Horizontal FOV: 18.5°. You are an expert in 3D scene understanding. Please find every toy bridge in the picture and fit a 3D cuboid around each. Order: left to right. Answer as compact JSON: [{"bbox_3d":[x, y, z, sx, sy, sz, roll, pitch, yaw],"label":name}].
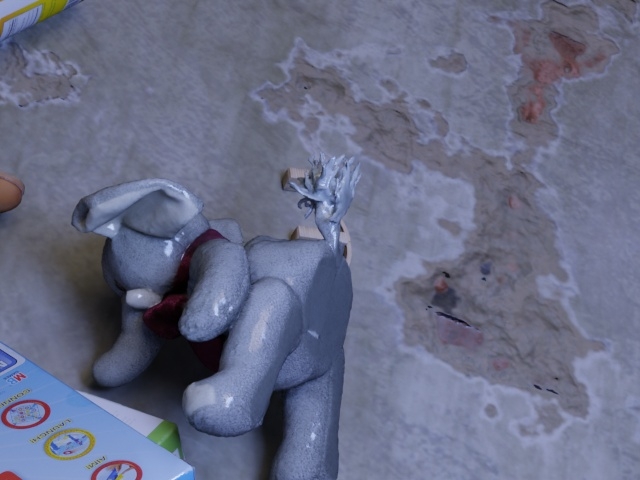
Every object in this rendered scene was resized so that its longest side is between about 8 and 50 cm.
[{"bbox_3d":[0.000,0.000,2.122,0.063,0.026,0.188,8,52,-22],"label":"toy bridge"}]

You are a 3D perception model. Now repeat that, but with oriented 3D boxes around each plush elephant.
[{"bbox_3d":[-0.115,0.058,1.891,0.255,0.272,0.330,6,76,24],"label":"plush elephant"}]

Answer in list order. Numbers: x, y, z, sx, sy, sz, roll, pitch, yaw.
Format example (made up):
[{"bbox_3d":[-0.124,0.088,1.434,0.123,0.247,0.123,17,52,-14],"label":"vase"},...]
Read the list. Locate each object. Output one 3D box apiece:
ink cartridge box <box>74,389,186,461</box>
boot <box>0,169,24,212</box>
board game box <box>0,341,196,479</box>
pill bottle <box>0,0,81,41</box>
[{"bbox_3d":[-0.274,0.221,1.797,0.255,0.097,0.189,15,40,32],"label":"ink cartridge box"},{"bbox_3d":[-0.375,0.006,1.928,0.197,0.073,0.152,-4,62,-23],"label":"boot"},{"bbox_3d":[-0.309,0.226,1.613,0.308,0.086,0.302,-28,38,-33],"label":"board game box"},{"bbox_3d":[-0.348,-0.277,2.117,0.117,0.117,0.215,46,50,13],"label":"pill bottle"}]
